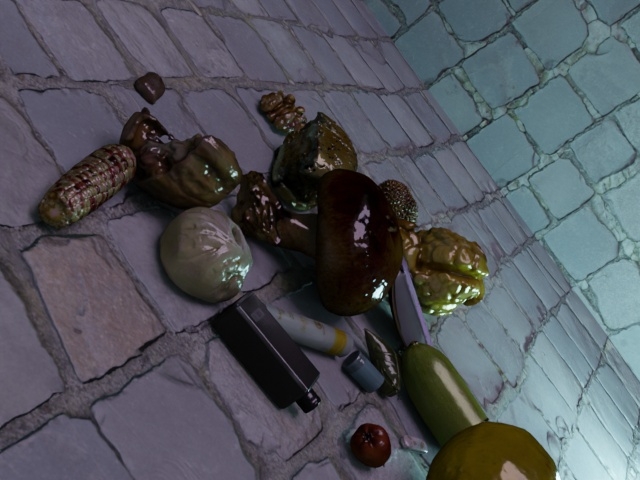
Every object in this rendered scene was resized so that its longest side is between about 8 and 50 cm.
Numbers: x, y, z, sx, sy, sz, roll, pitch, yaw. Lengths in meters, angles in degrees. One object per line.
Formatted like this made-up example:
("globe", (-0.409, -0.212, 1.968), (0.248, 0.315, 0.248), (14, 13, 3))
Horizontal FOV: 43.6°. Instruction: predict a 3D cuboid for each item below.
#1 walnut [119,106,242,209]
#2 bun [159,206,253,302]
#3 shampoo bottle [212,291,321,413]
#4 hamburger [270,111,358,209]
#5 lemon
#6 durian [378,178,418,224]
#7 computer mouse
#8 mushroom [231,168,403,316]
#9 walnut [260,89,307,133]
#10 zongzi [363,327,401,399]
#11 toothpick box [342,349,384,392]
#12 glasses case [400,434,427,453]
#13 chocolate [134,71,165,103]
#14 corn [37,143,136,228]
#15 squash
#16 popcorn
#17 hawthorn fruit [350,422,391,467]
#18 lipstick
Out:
("walnut", (-0.275, -0.132, 1.539), (0.238, 0.141, 0.204), (22, -24, 22))
("bun", (-0.198, 0.023, 1.503), (0.193, 0.128, 0.178), (33, 31, -38))
("shampoo bottle", (-0.090, 0.216, 1.487), (0.246, 0.079, 0.080), (51, 28, -2))
("hamburger", (-0.006, -0.188, 2.027), (0.192, 0.168, 0.288), (38, 29, -23))
("lemon", (0.350, 0.509, 1.623), (0.285, 0.285, 0.316), (50, 4, -4))
("durian", (0.214, -0.104, 2.325), (0.158, 0.137, 0.168), (54, 26, -49))
("computer mouse", (0.214, 0.180, 1.965), (0.158, 0.072, 0.310), (-76, 149, -70))
("mushroom", (0.012, 0.015, 1.790), (0.334, 0.357, 0.331), (82, -13, -58))
("walnut", (-0.095, -0.356, 2.209), (0.143, 0.069, 0.170), (51, 23, 0))
("zongzi", (0.132, 0.283, 1.773), (0.130, 0.062, 0.154), (51, 25, -27))
("toothpick box", (0.093, 0.284, 1.730), (0.083, 0.052, 0.052), (48, 26, -12))
("glasses case", (0.205, 0.445, 1.743), (0.083, 0.021, 0.032), (27, 38, -41))
("chocolate", (-0.373, -0.347, 1.791), (0.064, 0.031, 0.100), (50, 24, -14))
("corn", (-0.398, -0.097, 1.378), (0.086, 0.086, 0.253), (47, 28, -10))
("squash", (0.269, 0.347, 1.851), (0.247, 0.132, 0.132), (58, 27, 14))
("popcorn", (0.299, 0.070, 2.094), (0.332, 0.265, 0.225), (40, 72, -34))
("hawthorn fruit", (0.103, 0.410, 1.574), (0.081, 0.081, 0.093), (-95, 169, -48))
("lipstick", (-0.037, 0.184, 1.637), (0.264, 0.059, 0.059), (25, 37, -43))
